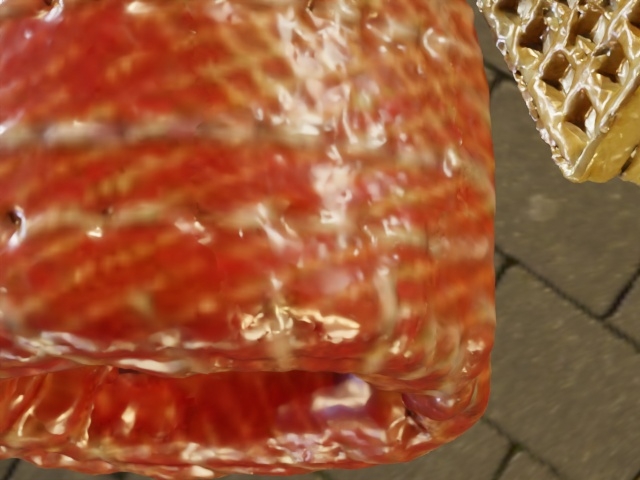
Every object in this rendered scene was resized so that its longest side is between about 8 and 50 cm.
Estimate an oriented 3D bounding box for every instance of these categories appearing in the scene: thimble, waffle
[{"bbox_3d":[-0.076,-0.010,0.877,0.350,0.350,0.231,-7,71,19],"label":"thimble"},{"bbox_3d":[0.213,-0.214,1.236,0.213,0.091,0.308,-61,35,35],"label":"waffle"}]
